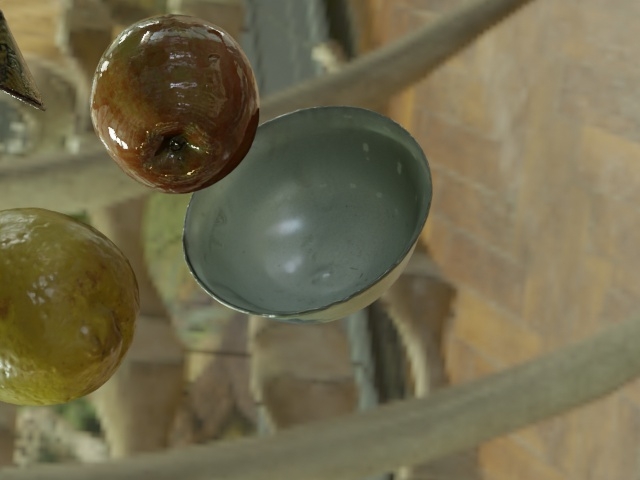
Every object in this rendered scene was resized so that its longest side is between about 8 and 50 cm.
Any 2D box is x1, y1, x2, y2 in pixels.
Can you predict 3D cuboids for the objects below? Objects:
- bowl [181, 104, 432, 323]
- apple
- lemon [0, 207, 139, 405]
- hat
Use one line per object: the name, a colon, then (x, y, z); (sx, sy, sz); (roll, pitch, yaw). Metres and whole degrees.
bowl: (0.000, 0.000, 2.185); (0.146, 0.313, 0.313); (64, -169, -49)
apple: (-0.158, -0.147, 1.959); (0.174, 0.188, 0.188); (-98, 23, -52)
lemon: (-0.243, 0.056, 1.529); (0.207, 0.170, 0.170); (8, 92, 41)
hat: (-0.372, -0.219, 1.983); (0.082, 0.193, 0.193); (-62, 21, -1)
